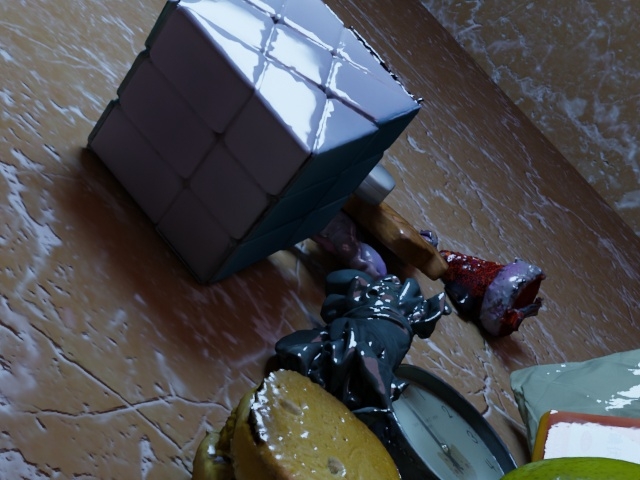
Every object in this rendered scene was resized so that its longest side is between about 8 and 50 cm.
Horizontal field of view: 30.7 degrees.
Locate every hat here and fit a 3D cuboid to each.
[{"bbox_3d":[0.230,0.059,1.778,0.227,0.129,0.140,33,40,22],"label":"hat"}]

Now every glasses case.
[{"bbox_3d":[0.056,-0.079,1.455,0.074,0.049,0.193,39,5,2],"label":"glasses case"}]

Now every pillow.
[{"bbox_3d":[0.392,0.242,1.444,0.281,0.274,0.076,-95,171,-47],"label":"pillow"}]

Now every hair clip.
[{"bbox_3d":[0.003,-0.006,1.479,0.300,0.069,0.173,34,16,-24],"label":"hair clip"}]

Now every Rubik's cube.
[{"bbox_3d":[-0.072,-0.127,1.272,0.221,0.225,0.231,49,39,12],"label":"Rubik's cube"}]

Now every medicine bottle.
[{"bbox_3d":[0.347,0.280,1.291,0.149,0.222,0.112,-68,154,-46],"label":"medicine bottle"}]

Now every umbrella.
[{"bbox_3d":[0.033,0.119,1.231,0.349,0.143,0.094,-43,126,-61],"label":"umbrella"}]

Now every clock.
[{"bbox_3d":[0.139,0.234,1.300,0.226,0.049,0.226,38,21,-18],"label":"clock"}]

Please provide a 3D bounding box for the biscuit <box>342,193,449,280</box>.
[{"bbox_3d":[0.057,-0.053,1.631,0.306,0.043,0.284,39,4,2],"label":"biscuit"}]

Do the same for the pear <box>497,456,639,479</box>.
[{"bbox_3d":[0.242,0.319,1.015,0.294,0.294,0.294,37,21,-17],"label":"pear"}]

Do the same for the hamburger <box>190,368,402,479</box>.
[{"bbox_3d":[-0.014,0.213,0.951,0.191,0.118,0.182,45,23,12],"label":"hamburger"}]
